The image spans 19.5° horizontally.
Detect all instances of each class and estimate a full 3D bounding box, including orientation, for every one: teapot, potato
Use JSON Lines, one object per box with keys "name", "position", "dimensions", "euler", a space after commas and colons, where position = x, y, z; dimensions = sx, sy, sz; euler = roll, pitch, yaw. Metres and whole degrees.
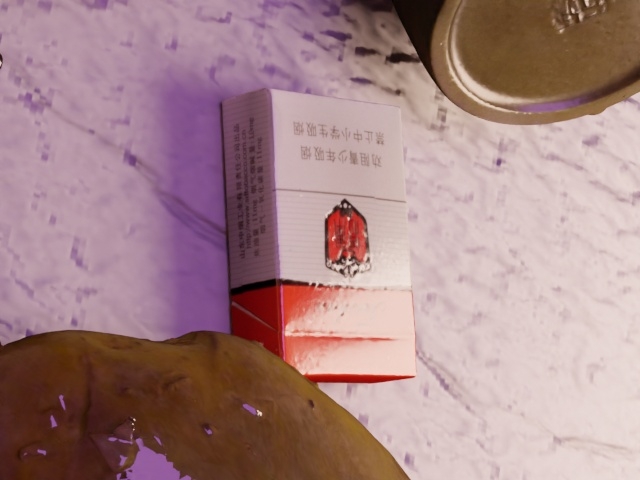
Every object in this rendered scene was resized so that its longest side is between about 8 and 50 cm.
{"name": "teapot", "position": [0.125, -0.180, 1.071], "dimensions": [0.268, 0.185, 0.175], "euler": [64, 8, -53]}
{"name": "potato", "position": [-0.049, 0.143, 0.860], "dimensions": [0.296, 0.141, 0.192], "euler": [32, 59, -31]}

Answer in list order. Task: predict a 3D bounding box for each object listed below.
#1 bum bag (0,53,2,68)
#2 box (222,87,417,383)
{"name": "bum bag", "position": [-0.247, -0.067, 0.741], "dimensions": [0.248, 0.102, 0.069], "euler": [4, 81, -42]}
{"name": "box", "position": [0.000, 0.000, 0.998], "dimensions": [0.100, 0.048, 0.152], "euler": [4, 82, -40]}
